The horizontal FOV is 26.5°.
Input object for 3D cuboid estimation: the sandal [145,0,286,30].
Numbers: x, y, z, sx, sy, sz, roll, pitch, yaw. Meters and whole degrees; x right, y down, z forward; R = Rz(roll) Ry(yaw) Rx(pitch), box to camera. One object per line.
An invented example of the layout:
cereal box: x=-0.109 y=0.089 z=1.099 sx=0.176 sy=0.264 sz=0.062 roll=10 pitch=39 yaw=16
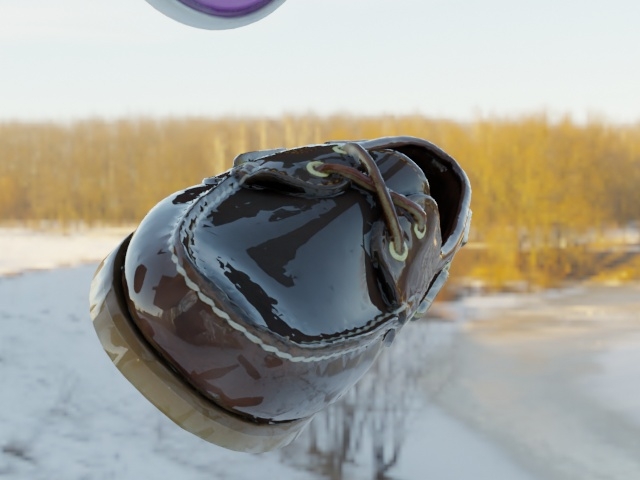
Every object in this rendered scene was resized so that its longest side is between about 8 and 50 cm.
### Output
sandal: x=0.034 y=-0.295 z=0.726 sx=0.169 sy=0.416 sz=0.102 roll=24 pitch=4 yaw=-28

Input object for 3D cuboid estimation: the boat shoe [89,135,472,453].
boat shoe: x=0.000 y=0.000 z=0.399 sx=0.073 sy=0.073 sz=0.207 roll=-44 pitch=-2 yaw=15
